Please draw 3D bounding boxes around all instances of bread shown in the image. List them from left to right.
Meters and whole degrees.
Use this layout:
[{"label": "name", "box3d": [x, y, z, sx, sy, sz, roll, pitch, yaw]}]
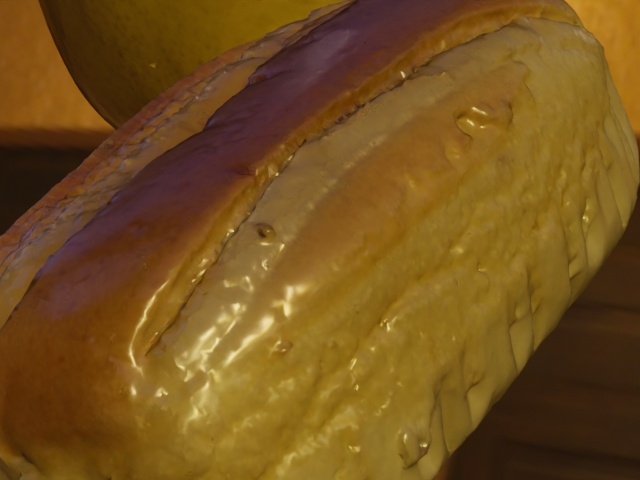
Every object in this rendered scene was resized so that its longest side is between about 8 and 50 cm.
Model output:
[{"label": "bread", "box3d": [-0.006, 0.004, 0.512, 0.140, 0.236, 0.106, -3, -59, 41]}]

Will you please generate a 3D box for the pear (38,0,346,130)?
[{"label": "pear", "box3d": [-0.010, -0.133, 0.992, 0.285, 0.336, 0.285, -29, 6, 3]}]
